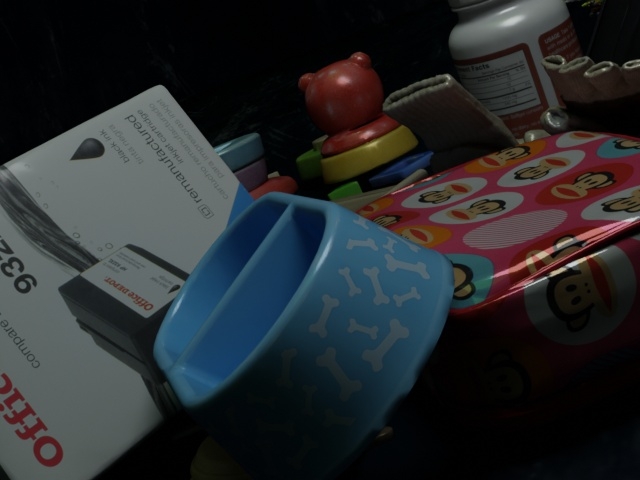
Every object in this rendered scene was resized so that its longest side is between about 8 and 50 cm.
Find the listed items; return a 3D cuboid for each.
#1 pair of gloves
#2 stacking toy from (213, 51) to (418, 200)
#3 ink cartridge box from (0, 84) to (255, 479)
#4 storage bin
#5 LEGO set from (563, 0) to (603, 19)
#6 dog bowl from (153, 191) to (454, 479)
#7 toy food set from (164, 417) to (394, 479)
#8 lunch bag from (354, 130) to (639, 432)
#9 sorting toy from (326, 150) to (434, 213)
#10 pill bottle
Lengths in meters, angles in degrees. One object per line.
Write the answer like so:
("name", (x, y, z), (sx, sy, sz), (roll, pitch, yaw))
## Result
("pair of gloves", (0.196, -0.084, 0.926), (0.240, 0.204, 0.042), (-9, 61, 32))
("stacking toy", (-0.048, -0.126, 1.375), (0.309, 0.130, 0.279), (-22, 9, 6))
("ink cartridge box", (-0.182, 0.049, 0.832), (0.307, 0.223, 0.129), (-37, -1, -42))
("storage bin", (0.346, -0.219, 1.083), (0.122, 0.180, 0.084), (26, 39, 21))
("LEGO set", (0.455, -0.311, 1.252), (0.331, 0.192, 0.255), (-25, 16, -7))
("dog bowl", (-0.026, 0.047, 0.666), (0.166, 0.074, 0.297), (-54, 16, -5))
("toy food set", (-0.029, 0.142, 0.728), (0.132, 0.038, 0.192), (-19, 9, -14))
("lunch bag", (0.165, 0.002, 0.752), (0.258, 0.120, 0.293), (-23, 15, -5))
("sorting toy", (0.000, 0.000, 1.122), (0.196, 0.047, 0.348), (-17, 13, 42))
("pill bottle", (0.200, -0.168, 1.085), (0.121, 0.216, 0.121), (-20, 16, 6))
